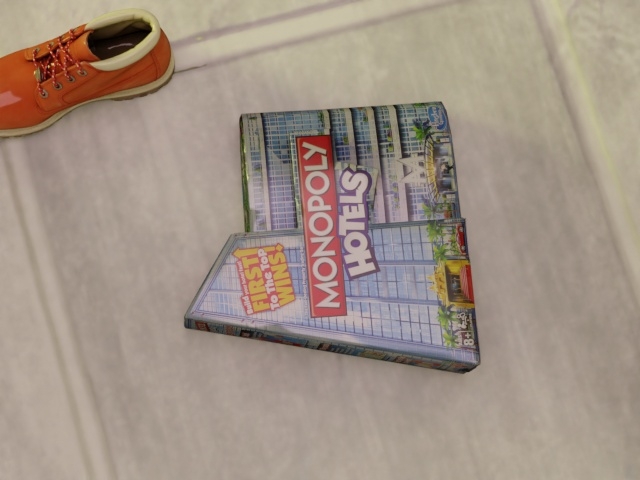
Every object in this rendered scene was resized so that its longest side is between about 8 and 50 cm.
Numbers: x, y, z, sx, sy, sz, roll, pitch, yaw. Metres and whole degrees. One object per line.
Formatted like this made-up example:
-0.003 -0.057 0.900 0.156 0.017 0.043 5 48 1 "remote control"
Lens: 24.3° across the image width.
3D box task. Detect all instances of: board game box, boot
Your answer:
0.000 0.000 1.013 0.194 0.060 0.194 -4 79 -7 "board game box"
-0.178 -0.118 1.010 0.157 0.084 0.059 -19 82 -7 "boot"
